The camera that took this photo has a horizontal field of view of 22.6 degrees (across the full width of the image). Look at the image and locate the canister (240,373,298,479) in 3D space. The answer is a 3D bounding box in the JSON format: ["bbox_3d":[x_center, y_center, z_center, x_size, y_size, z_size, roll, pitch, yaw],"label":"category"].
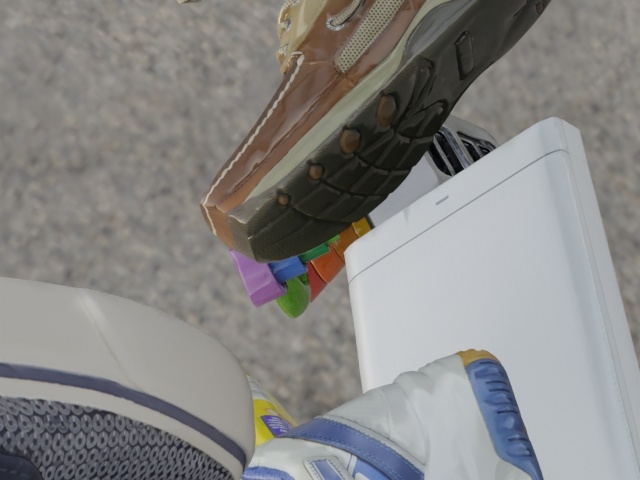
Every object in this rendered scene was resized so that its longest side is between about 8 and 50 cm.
[{"bbox_3d":[-0.021,0.173,1.084,0.073,0.126,0.170,-40,32,-2],"label":"canister"}]

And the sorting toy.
[{"bbox_3d":[0.000,0.000,1.707,0.126,0.365,0.127,-25,90,8],"label":"sorting toy"}]

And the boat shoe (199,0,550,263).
[{"bbox_3d":[0.031,-0.124,1.071,0.120,0.122,0.324,35,69,23],"label":"boat shoe"}]

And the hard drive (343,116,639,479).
[{"bbox_3d":[0.129,0.108,1.196,0.233,0.047,0.353,-33,49,34],"label":"hard drive"}]

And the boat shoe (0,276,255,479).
[{"bbox_3d":[-0.131,0.089,0.355,0.127,0.340,0.158,-19,69,33],"label":"boat shoe"}]

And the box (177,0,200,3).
[{"bbox_3d":[-0.097,-0.302,1.157,0.136,0.036,0.225,-29,88,26],"label":"box"}]

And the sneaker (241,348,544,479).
[{"bbox_3d":[0.043,0.170,0.577,0.131,0.112,0.296,-19,35,3],"label":"sneaker"}]

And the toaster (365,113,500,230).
[{"bbox_3d":[0.123,-0.051,1.688,0.110,0.168,0.185,-49,46,26],"label":"toaster"}]
